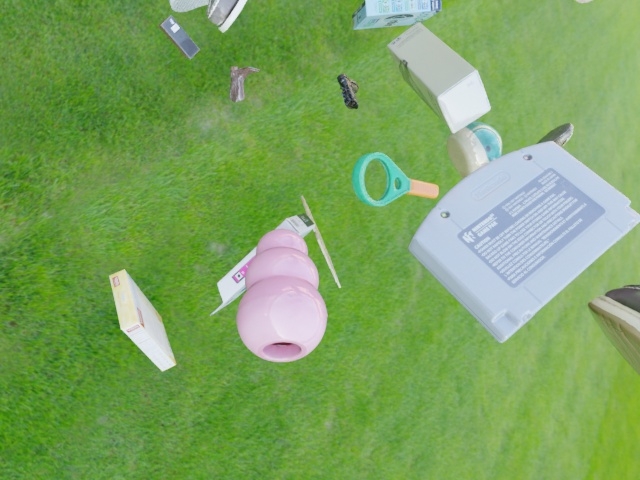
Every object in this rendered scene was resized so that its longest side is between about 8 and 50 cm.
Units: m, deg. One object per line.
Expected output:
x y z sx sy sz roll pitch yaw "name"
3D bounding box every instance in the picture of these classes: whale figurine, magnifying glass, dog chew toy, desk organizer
0.498 -0.236 1.491 0.141 0.216 0.272 -31 107 -2 "whale figurine"
0.141 -0.102 0.883 0.230 0.026 0.092 3 90 -42 "magnifying glass"
-0.092 0.111 1.157 0.206 0.206 0.332 31 40 -37 "dog chew toy"
-0.454 -0.648 1.558 0.047 0.050 0.130 -48 128 -7 "desk organizer"

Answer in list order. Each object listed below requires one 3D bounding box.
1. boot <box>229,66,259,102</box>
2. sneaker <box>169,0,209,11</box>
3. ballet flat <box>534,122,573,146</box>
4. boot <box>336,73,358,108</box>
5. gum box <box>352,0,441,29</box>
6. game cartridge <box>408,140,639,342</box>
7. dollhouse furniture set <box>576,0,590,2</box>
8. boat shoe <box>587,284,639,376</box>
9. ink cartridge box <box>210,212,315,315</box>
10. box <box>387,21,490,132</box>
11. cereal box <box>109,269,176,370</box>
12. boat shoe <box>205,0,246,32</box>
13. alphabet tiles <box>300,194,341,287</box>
-0.254 -0.516 1.620 0.037 0.106 0.114 -25 119 -71 "boot"
-0.401 -0.907 1.688 0.282 0.102 0.161 -16 75 -13 "sneaker"
0.640 -0.249 1.422 0.058 0.250 0.084 40 51 -2 "ballet flat"
0.096 -0.453 1.513 0.121 0.045 0.099 14 55 -62 "boot"
0.185 -0.569 1.218 0.184 0.157 0.041 -8 103 -7 "gum box"
0.272 -0.019 0.668 0.294 0.060 0.196 -32 69 -21 "game cartridge"
0.334 -0.626 0.809 0.394 0.256 0.362 49 24 -44 "dollhouse furniture set"
0.263 0.072 0.286 0.103 0.092 0.285 50 7 1 "boat shoe"
-0.181 0.066 1.429 0.069 0.371 0.176 47 15 3 "ink cartridge box"
0.252 -0.361 1.066 0.113 0.094 0.275 47 15 -42 "box"
-0.449 0.207 1.236 0.047 0.173 0.240 -25 142 -10 "cereal box"
-0.153 -0.543 0.888 0.096 0.116 0.325 23 82 -35 "boat shoe"
0.000 0.000 1.698 0.011 0.342 0.285 -24 115 2 "alphabet tiles"
